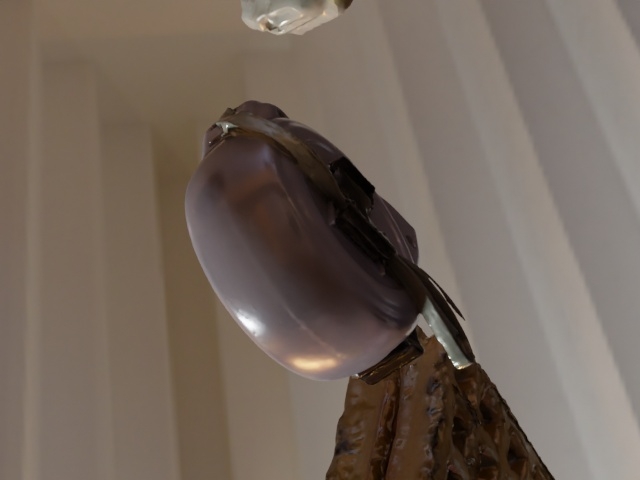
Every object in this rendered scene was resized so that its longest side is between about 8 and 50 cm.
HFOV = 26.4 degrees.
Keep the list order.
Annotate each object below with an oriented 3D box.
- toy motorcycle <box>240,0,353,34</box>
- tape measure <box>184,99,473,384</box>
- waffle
[{"bbox_3d":[0.066,-0.209,0.463,0.223,0.340,0.108,51,156,-23],"label":"toy motorcycle"},{"bbox_3d":[0.002,0.004,0.894,0.196,0.105,0.178,42,-155,-36],"label":"tape measure"},{"bbox_3d":[0.130,0.274,1.172,0.376,0.114,0.261,54,-148,-37],"label":"waffle"}]
